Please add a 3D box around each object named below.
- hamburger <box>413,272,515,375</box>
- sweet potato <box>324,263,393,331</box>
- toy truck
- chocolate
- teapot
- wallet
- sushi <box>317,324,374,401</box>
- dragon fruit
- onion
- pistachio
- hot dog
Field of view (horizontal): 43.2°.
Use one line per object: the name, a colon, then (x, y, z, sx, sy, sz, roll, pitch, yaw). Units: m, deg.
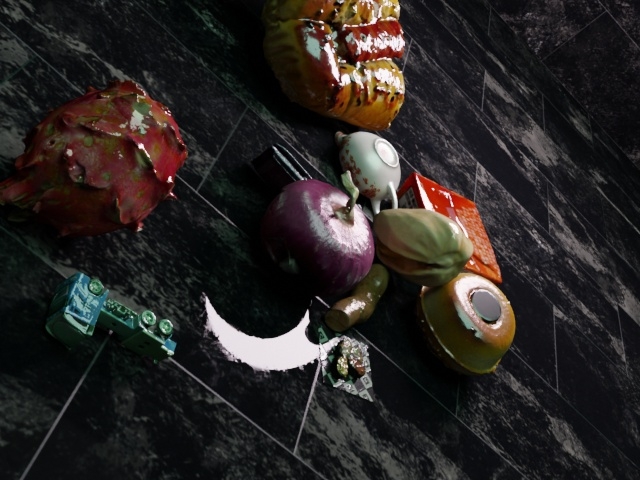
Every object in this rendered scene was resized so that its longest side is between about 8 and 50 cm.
hamburger: (0.291, 0.170, 1.639, 0.237, 0.147, 0.237, 20, 47, -23)
sweet potato: (0.091, 0.096, 1.535, 0.067, 0.059, 0.281, 59, 33, -7)
toy truck: (-0.272, 0.120, 1.058, 0.175, 0.067, 0.081, 37, 41, -28)
chocolate: (0.279, -0.008, 1.827, 0.235, 0.108, 0.237, 20, 46, -41)
teapot: (0.114, -0.155, 1.777, 0.159, 0.116, 0.245, 21, 49, -55)
wallet: (-0.056, -0.101, 1.501, 0.166, 0.111, 0.030, 48, 60, -10)
sushi: (0.054, 0.209, 1.410, 0.126, 0.026, 0.120, 28, 39, -34)
dragon fruit: (-0.310, -0.097, 1.098, 0.268, 0.205, 0.210, -29, 100, -22)
onion: (-0.011, 0.005, 1.401, 0.200, 0.200, 0.207, -71, 146, -53)
pistachio: (0.195, 0.004, 1.617, 0.157, 0.157, 0.229, 14, 5, -44)
hot dog: (0.036, -0.450, 1.790, 0.365, 0.196, 0.367, 5, 84, -47)
